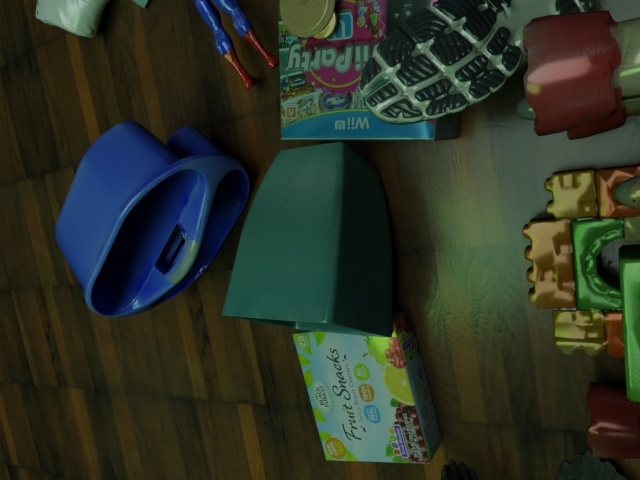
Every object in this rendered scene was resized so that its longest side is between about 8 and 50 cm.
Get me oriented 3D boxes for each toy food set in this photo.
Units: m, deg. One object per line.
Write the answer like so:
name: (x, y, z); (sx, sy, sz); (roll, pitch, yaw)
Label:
toy food set: (-0.014, -0.291, 0.631); (0.083, 0.020, 0.083); (15, 108, 29)

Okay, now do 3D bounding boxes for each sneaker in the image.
sneaker: (-0.498, -0.486, 0.937); (0.292, 0.108, 0.169); (39, 114, 16)
sneaker: (0.163, -0.190, 0.535); (0.275, 0.110, 0.107); (-30, 80, -12)

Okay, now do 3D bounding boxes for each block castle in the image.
block castle: (0.280, 0.041, 0.475); (0.212, 0.303, 0.454); (-4, 98, 32)

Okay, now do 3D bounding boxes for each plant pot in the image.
plant pot: (0.000, 0.000, 0.696); (0.165, 0.165, 0.234); (-1, 74, 33)

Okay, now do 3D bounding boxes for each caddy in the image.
caddy: (-0.253, -0.022, 0.816); (0.179, 0.241, 0.341); (48, 120, 21)

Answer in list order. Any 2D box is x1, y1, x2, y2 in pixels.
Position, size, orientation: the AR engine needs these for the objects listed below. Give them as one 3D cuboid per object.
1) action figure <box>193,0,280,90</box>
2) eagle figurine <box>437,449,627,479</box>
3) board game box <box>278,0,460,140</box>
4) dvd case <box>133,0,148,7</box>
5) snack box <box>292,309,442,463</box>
action figure: (-0.156, -0.374, 0.779); (0.091, 0.139, 0.280); (-30, 107, 29)
eagle figurine: (0.264, 0.435, 0.640); (0.225, 0.226, 0.298); (12, 113, 49)
board game box: (0.062, -0.281, 0.656); (0.224, 0.097, 0.304); (6, 104, 30)
dvd case: (-0.304, -0.459, 0.850); (0.087, 0.013, 0.119); (28, 121, -26)
snack box: (0.068, 0.219, 0.774); (0.174, 0.070, 0.207); (-12, 92, 31)
